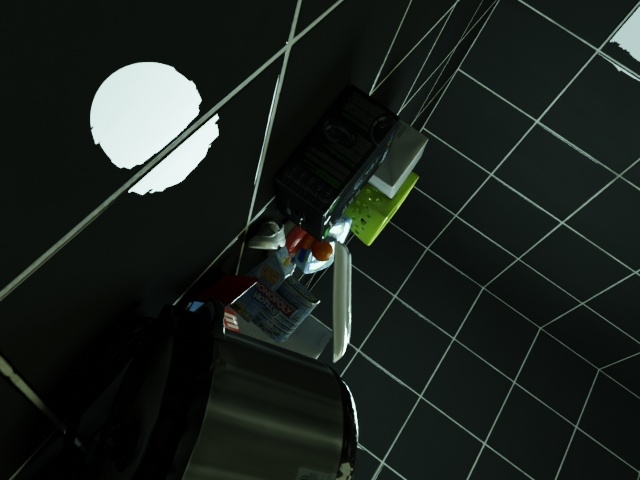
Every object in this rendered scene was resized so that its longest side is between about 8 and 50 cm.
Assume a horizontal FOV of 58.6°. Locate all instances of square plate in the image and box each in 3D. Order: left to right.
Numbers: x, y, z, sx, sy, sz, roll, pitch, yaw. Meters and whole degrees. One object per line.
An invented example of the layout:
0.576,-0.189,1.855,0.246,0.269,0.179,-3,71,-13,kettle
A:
0.067,0.170,1.738,0.347,0.049,0.343,9,82,-86,square plate

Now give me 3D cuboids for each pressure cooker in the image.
-0.195,0.320,0.955,0.375,0.421,0.369,-44,-147,41,pressure cooker

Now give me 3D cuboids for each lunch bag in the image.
0.000,0.000,1.908,0.176,0.090,0.218,-20,142,-47,lunch bag

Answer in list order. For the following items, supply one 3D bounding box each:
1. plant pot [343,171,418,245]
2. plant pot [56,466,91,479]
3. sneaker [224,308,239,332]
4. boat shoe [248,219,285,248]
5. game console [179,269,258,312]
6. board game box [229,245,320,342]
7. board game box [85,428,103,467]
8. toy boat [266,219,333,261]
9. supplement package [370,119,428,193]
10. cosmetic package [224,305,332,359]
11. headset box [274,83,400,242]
0.173,-0.157,1.993,0.228,0.207,0.227,-51,174,-29,plant pot
-0.360,0.561,1.123,0.334,0.341,0.341,2,129,-50,plant pot
-0.282,0.217,1.312,0.221,0.087,0.127,-12,99,-50,sneaker
-0.116,-0.014,1.292,0.184,0.066,0.063,-12,104,-74,boat shoe
-0.213,0.124,1.164,0.124,0.085,0.144,-57,173,25,game console
-0.109,0.120,1.342,0.194,0.194,0.060,-51,175,24,board game box
-0.423,0.418,1.346,0.305,0.053,0.192,-46,169,-53,board game box
-0.030,0.001,1.570,0.231,0.151,0.151,-48,172,-44,toy boat
0.196,-0.259,1.732,0.175,0.178,0.293,-55,174,2,supplement package
-0.150,0.279,1.583,0.097,0.285,0.377,-57,173,24,cosmetic package
0.025,-0.150,1.249,0.283,0.131,0.246,-52,173,-13,headset box
